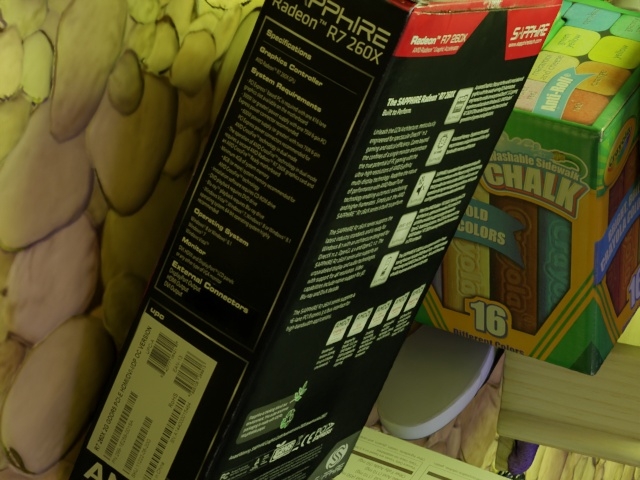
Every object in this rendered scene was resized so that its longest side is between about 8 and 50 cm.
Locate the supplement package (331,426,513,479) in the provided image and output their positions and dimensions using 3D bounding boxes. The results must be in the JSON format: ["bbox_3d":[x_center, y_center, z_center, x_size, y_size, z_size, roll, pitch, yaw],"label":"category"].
[{"bbox_3d":[0.060,0.296,1.358,0.145,0.204,0.262,-49,145,-41],"label":"supplement package"}]

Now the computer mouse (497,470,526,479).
[{"bbox_3d":[0.147,0.303,1.725,0.193,0.042,0.106,-39,143,-57],"label":"computer mouse"}]

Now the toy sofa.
[{"bbox_3d":[0.269,0.054,1.595,0.362,0.150,0.177,-62,158,-49],"label":"toy sofa"}]

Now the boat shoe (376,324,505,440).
[{"bbox_3d":[0.115,0.095,1.499,0.076,0.080,0.228,80,30,-41],"label":"boat shoe"}]

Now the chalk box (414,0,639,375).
[{"bbox_3d":[0.166,-0.078,1.364,0.180,0.179,0.289,-48,145,-42],"label":"chalk box"}]

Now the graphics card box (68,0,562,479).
[{"bbox_3d":[0.000,0.000,1.093,0.233,0.094,0.371,-18,135,-61],"label":"graphics card box"}]

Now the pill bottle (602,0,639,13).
[{"bbox_3d":[0.330,-0.208,1.674,0.208,0.119,0.119,-42,141,-47],"label":"pill bottle"}]
